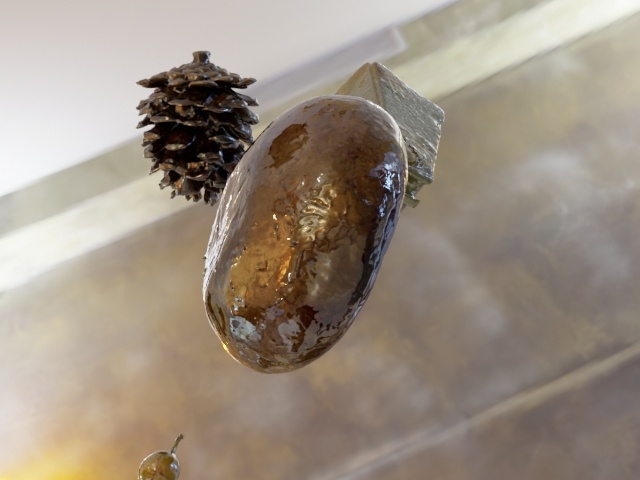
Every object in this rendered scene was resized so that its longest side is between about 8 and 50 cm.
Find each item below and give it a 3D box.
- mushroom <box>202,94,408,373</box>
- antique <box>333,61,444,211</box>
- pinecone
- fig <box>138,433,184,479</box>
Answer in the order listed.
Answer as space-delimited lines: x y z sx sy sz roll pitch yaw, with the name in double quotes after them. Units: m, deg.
-0.022 -0.007 1.645 0.239 0.345 0.345 -3 -30 -14 "mushroom"
0.090 -0.126 1.965 0.150 0.284 0.125 33 -63 -17 "antique"
-0.219 -0.199 2.425 0.224 0.272 0.224 6 4 0 "pinecone"
-0.189 0.271 1.682 0.050 0.050 0.083 -50 6 42 "fig"
